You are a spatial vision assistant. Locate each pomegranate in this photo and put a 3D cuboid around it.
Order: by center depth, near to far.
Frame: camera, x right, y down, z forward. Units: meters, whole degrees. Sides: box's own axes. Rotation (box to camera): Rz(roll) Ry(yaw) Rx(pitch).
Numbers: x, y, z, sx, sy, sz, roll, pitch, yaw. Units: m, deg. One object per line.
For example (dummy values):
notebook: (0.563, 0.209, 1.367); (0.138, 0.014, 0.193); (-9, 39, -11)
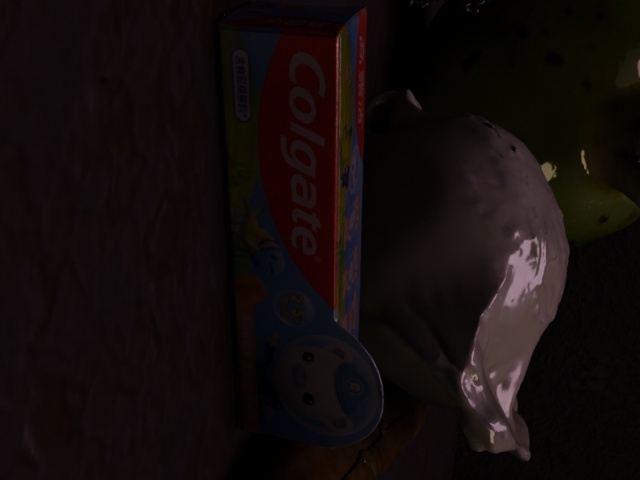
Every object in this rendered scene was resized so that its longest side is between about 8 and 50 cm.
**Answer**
pomegranate: (0.203, -0.109, 0.695); (0.341, 0.260, 0.260); (-132, -137, -67)

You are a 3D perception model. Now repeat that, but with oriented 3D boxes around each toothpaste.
toothpaste: (0.000, 0.000, 0.354); (0.044, 0.070, 0.193); (-57, 151, -57)

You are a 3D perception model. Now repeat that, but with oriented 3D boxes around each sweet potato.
sweet potato: (0.011, 0.116, 0.470); (0.273, 0.075, 0.075); (-25, 122, -71)

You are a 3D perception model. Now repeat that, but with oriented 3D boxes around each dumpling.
dumpling: (0.079, 0.020, 0.508); (0.193, 0.147, 0.258); (58, 15, -53)

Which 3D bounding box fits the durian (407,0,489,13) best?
durian: (0.136, -0.234, 0.588); (0.188, 0.091, 0.148); (-54, 158, 20)
